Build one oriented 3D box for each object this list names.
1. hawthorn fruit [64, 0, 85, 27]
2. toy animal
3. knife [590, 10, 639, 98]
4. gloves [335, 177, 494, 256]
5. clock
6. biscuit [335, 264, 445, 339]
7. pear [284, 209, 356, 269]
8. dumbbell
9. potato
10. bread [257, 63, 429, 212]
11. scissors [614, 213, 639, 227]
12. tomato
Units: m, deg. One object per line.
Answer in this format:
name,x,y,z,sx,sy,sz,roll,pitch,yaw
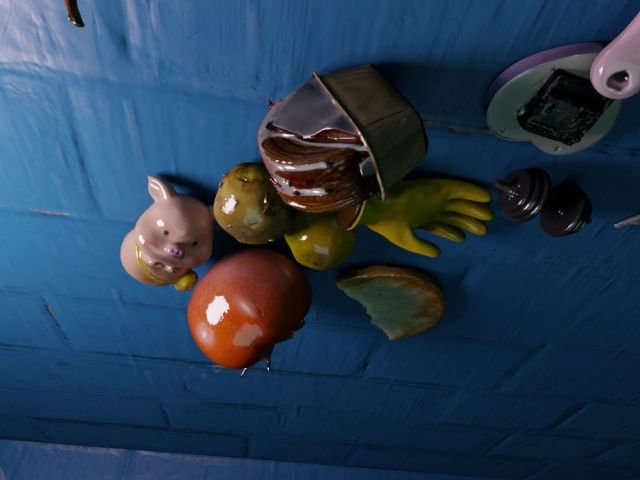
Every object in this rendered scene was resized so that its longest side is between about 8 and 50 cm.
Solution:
hawthorn fruit,-0.261,-0.327,0.480,0.196,0.196,0.226,-1,112,5
toy animal,-0.295,0.010,0.963,0.165,0.149,0.248,17,134,-37
knife,0.417,-0.324,0.564,0.081,0.043,0.336,21,125,3
gloves,0.184,-0.054,0.894,0.294,0.116,0.133,10,148,-19
clock,0.351,-0.199,0.723,0.198,0.064,0.172,13,141,-14
biscuit,0.185,0.138,1.168,0.204,0.040,0.309,-18,137,25
pear,0.000,0.000,0.963,0.141,0.104,0.141,-1,139,-1
dumbbell,0.384,-0.065,0.857,0.208,0.099,0.099,18,139,-18
potato,-0.118,-0.056,0.883,0.137,0.137,0.176,-4,143,9
bread,0.022,-0.135,0.694,0.212,0.224,0.142,-28,137,1
scissors,0.646,-0.065,0.903,0.212,0.021,0.110,-29,129,32
tomato,-0.144,0.135,1.020,0.224,0.256,0.256,45,133,0
